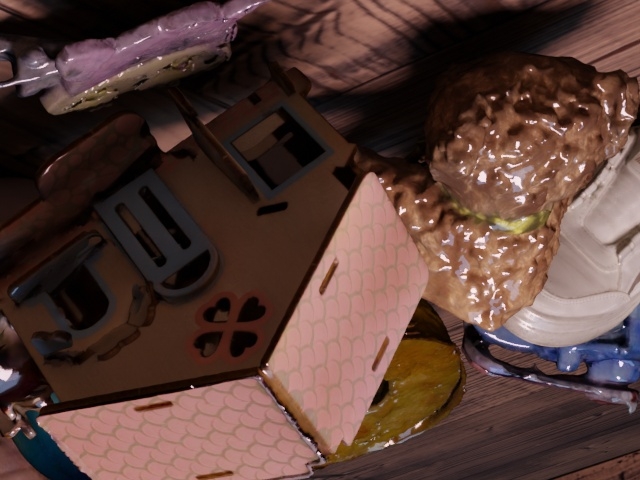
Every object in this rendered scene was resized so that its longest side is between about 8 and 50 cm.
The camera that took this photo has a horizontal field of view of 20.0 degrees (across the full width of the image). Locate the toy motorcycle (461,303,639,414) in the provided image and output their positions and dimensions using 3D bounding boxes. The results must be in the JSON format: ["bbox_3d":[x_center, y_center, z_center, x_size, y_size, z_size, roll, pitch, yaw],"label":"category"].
[{"bbox_3d":[0.296,0.063,1.942,0.319,0.241,0.182,6,113,-35],"label":"toy motorcycle"}]

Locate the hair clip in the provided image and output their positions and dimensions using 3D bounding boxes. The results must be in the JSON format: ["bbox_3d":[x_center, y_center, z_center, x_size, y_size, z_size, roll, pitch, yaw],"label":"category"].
[{"bbox_3d":[-0.131,-0.121,1.185,0.187,0.056,0.146,-10,169,-21],"label":"hair clip"}]

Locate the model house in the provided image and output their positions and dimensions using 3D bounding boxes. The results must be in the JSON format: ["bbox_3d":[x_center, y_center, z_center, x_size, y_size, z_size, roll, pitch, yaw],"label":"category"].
[{"bbox_3d":[-0.086,0.050,1.208,0.326,0.244,0.169,-35,139,-6],"label":"model house"}]

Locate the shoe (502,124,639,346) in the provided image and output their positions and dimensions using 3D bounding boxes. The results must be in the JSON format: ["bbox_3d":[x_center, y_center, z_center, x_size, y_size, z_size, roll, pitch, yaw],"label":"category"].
[{"bbox_3d":[0.272,-0.033,1.572,0.316,0.124,0.159,-35,164,-41],"label":"shoe"}]

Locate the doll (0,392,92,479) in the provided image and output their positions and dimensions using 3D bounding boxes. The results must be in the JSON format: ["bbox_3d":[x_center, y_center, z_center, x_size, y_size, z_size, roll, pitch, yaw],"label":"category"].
[{"bbox_3d":[-0.161,0.131,1.709,0.322,0.186,0.198,-14,162,-12],"label":"doll"}]

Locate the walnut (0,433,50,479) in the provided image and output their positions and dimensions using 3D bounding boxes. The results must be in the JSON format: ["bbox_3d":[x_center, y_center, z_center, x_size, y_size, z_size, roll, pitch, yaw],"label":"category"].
[{"bbox_3d":[-0.400,0.284,1.905,0.248,0.248,0.248,-13,162,-4],"label":"walnut"}]

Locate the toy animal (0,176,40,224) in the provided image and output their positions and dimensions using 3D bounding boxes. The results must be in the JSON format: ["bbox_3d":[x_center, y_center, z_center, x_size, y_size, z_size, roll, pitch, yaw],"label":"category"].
[{"bbox_3d":[-0.272,0.037,1.365,0.235,0.165,0.187,2,143,-38],"label":"toy animal"}]

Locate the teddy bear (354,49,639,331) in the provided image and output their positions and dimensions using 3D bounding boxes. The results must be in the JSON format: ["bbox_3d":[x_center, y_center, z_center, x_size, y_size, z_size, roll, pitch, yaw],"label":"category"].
[{"bbox_3d":[0.099,-0.061,1.423,0.246,0.222,0.296,-1,-161,-23],"label":"teddy bear"}]

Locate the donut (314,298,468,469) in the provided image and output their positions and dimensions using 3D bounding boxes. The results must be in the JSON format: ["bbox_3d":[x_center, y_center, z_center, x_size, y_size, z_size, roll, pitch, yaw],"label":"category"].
[{"bbox_3d":[0.029,0.137,1.914,0.272,0.107,0.272,-15,148,-10],"label":"donut"}]
